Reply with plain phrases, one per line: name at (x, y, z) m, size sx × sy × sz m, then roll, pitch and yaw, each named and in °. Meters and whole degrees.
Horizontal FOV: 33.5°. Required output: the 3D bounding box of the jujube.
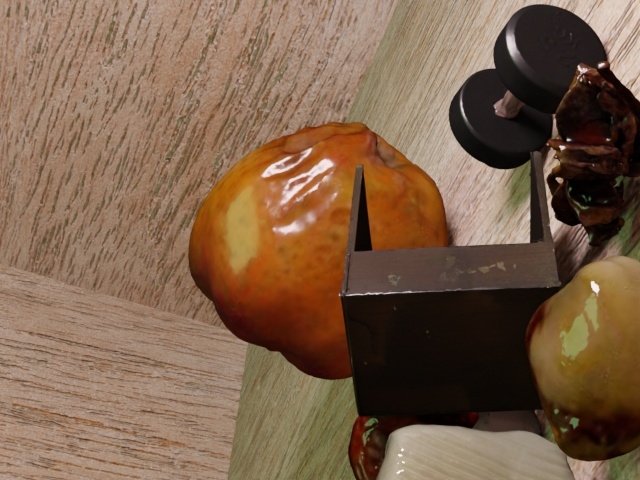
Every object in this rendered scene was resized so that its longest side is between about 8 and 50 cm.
jujube at (0.134, 0.260, 1.396) m, size 0.243 × 0.183 × 0.183 m, roll 8°, pitch -80°, yaw -71°

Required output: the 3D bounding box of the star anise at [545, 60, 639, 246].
star anise at (0.320, -0.091, 1.217) m, size 0.220 × 0.126 × 0.190 m, roll -1°, pitch -71°, yaw -76°

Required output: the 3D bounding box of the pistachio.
pistachio at (0.287, 0.119, 1.075) m, size 0.165 × 0.130 × 0.210 m, roll 6°, pitch 75°, yaw 39°

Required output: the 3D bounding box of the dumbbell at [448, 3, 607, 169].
dumbbell at (0.289, -0.213, 1.511) m, size 0.218 × 0.152 × 0.152 m, roll 124°, pitch 160°, yaw -59°

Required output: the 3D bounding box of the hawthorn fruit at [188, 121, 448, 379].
hawthorn fruit at (0.000, 0.000, 1.911) m, size 0.472 × 0.471 × 0.472 m, roll -163°, pitch 90°, yaw -80°

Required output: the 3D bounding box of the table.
table at (0.164, 0.048, 1.331) m, size 0.282 × 0.250 × 0.196 m, roll -84°, pitch -14°, yaw -53°

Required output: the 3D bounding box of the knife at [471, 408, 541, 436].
knife at (0.143, 0.338, 1.235) m, size 0.398 × 0.132 × 0.038 m, roll -51°, pitch -3°, yaw -23°

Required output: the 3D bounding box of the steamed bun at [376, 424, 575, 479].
steamed bun at (0.150, 0.374, 1.038) m, size 0.383 × 0.247 × 0.236 m, roll -88°, pitch 4°, yaw -59°
